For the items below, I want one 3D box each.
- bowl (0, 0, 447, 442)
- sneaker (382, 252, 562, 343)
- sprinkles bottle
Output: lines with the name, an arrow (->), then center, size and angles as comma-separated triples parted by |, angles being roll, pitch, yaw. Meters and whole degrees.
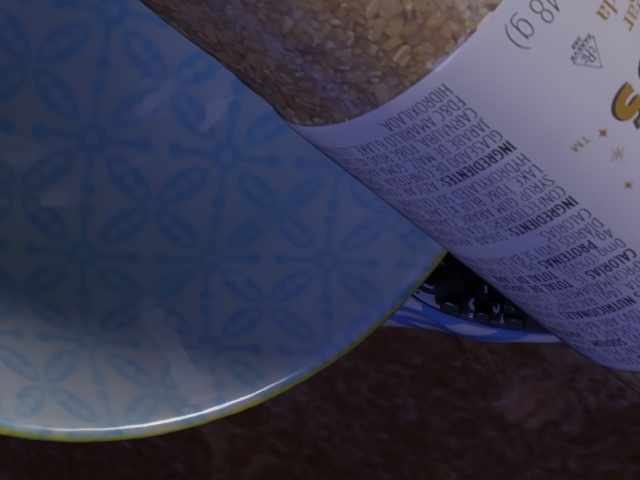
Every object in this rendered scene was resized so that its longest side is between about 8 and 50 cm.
bowl -> -0.085, -0.094, 0.603 | 0.156, 0.289, 0.289 | 29, 145, 60
sneaker -> 0.000, 0.000, 0.705 | 0.237, 0.085, 0.086 | 10, 150, 13
sprinkles bottle -> 0.086, -0.032, 0.545 | 0.121, 0.121, 0.355 | -31, 126, 35
